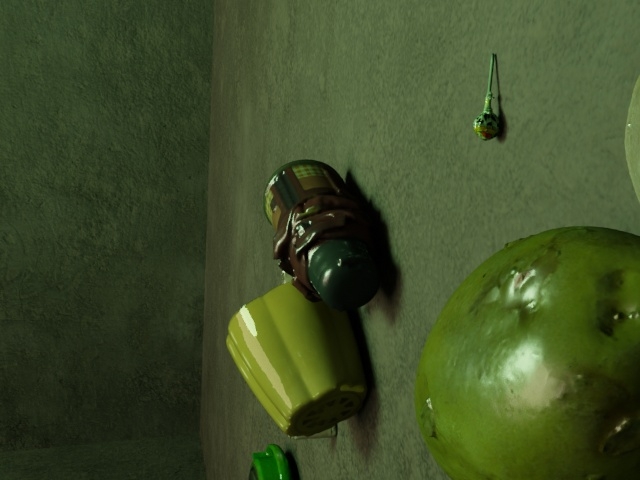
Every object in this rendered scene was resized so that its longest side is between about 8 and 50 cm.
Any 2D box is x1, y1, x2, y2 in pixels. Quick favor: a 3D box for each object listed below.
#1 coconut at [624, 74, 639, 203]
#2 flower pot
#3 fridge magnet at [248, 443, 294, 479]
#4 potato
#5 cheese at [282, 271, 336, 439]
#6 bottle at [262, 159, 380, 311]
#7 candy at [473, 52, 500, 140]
[{"bbox_3d":[0.204,-0.047,0.348,0.116,0.122,0.116,179,90,-74],"label":"coconut"},{"bbox_3d":[-0.024,0.185,1.128,0.179,0.195,0.195,61,152,33],"label":"flower pot"},{"bbox_3d":[-0.101,0.536,1.584,0.208,0.088,0.208,178,90,-75],"label":"fridge magnet"},{"bbox_3d":[0.149,0.087,0.508,0.253,0.149,0.186,122,145,-50],"label":"potato"},{"bbox_3d":[-0.024,0.135,1.269,0.034,0.085,0.400,41,-134,-87],"label":"cheese"},{"bbox_3d":[0.000,0.000,1.063,0.271,0.143,0.156,-117,29,-54],"label":"bottle"},{"bbox_3d":[0.160,-0.135,0.705,0.023,0.025,0.083,28,-110,-70],"label":"candy"}]
